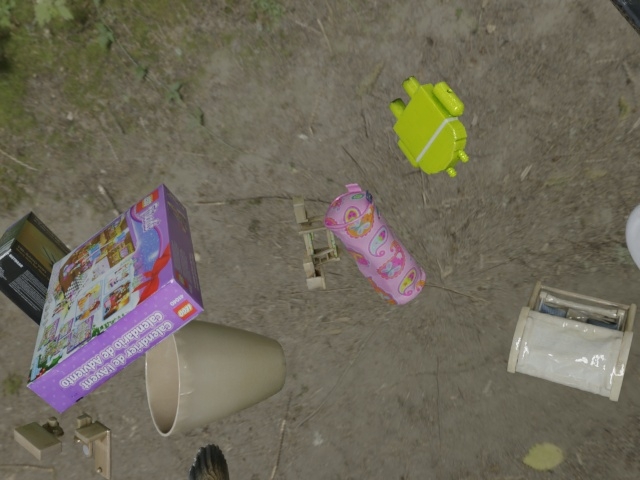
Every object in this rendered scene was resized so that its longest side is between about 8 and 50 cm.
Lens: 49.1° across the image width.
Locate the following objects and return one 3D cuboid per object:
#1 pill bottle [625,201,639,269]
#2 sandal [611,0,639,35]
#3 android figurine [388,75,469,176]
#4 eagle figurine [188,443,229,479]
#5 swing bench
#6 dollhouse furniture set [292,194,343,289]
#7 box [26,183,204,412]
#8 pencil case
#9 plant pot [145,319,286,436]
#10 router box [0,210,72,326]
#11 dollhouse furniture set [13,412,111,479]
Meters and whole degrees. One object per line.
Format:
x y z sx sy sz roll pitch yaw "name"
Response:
0.397 -0.044 0.638 0.221 0.124 0.124 -36 80 -19 "pill bottle"
0.520 -0.310 0.979 0.107 0.446 0.167 -46 51 34 "sandal"
0.285 -0.288 1.822 0.056 0.248 0.273 -20 65 -34 "android figurine"
-0.217 0.567 1.308 0.226 0.225 0.298 38 112 12 "eagle figurine"
0.619 0.238 1.716 0.253 0.255 0.165 13 111 23 "swing bench"
0.000 0.000 1.738 0.101 0.161 0.182 -10 126 1 "dollhouse furniture set"
-0.253 0.055 0.878 0.201 0.293 0.057 -36 119 4 "box"
0.119 0.013 1.489 0.124 0.124 0.284 -34 124 6 "pencil case"
-0.226 0.291 1.578 0.274 0.256 0.256 0 85 -29 "plant pot"
-0.553 0.106 1.490 0.081 0.243 0.309 -37 114 2 "router box"
-0.568 0.472 1.547 0.144 0.151 0.123 17 110 38 "dollhouse furniture set"
